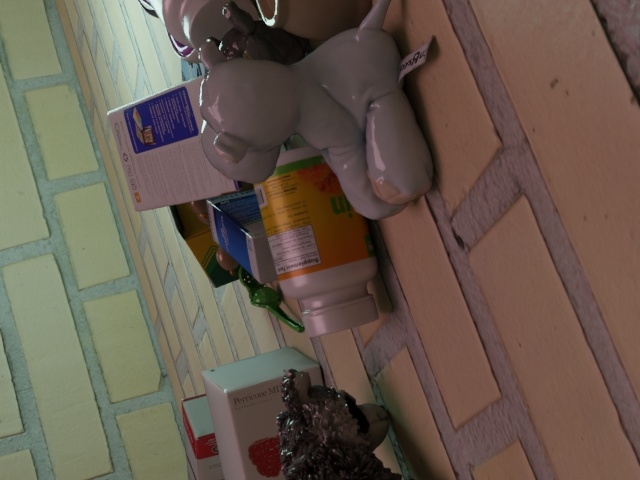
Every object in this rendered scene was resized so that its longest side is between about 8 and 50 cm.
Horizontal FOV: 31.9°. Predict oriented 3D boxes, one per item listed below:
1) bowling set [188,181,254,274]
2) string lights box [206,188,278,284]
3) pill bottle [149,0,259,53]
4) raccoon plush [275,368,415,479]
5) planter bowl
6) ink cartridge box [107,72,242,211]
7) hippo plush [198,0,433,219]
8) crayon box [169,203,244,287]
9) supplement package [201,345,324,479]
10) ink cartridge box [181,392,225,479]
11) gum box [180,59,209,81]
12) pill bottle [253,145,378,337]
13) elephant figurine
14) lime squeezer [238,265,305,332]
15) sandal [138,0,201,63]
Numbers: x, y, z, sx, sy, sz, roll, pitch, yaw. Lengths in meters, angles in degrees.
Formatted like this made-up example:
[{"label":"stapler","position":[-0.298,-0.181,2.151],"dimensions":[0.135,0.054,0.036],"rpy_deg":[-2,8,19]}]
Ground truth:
[{"label":"bowling set","position":[-0.170,-0.090,1.937],"dimensions":[0.200,0.154,0.287],"rpy_deg":[-166,63,-70]},{"label":"string lights box","position":[-0.077,-0.019,1.739],"dimensions":[0.260,0.133,0.076],"rpy_deg":[-145,42,-65]},{"label":"pill bottle","position":[-0.195,-0.397,1.774],"dimensions":[0.272,0.152,0.152],"rpy_deg":[-122,24,-45]},{"label":"raccoon plush","position":[-0.050,0.356,1.501],"dimensions":[0.299,0.446,0.216],"rpy_deg":[42,131,26]},{"label":"planter bowl","position":[-0.020,-0.317,1.367],"dimensions":[0.162,0.109,0.162],"rpy_deg":[166,90,-72]},{"label":"ink cartridge box","position":[-0.216,-0.148,1.741],"dimensions":[0.371,0.069,0.175],"rpy_deg":[-5,102,59]},{"label":"hippo plush","position":[-0.015,-0.128,1.285],"dimensions":[0.294,0.237,0.234],"rpy_deg":[118,135,-65]},{"label":"crayon box","position":[-0.226,-0.059,2.116],"dimensions":[0.323,0.083,0.203],"rpy_deg":[71,178,-69]},{"label":"supplement package","position":[-0.080,0.361,1.977],"dimensions":[0.175,0.178,0.292],"rpy_deg":[-163,59,-69]},{"label":"ink cartridge box","position":[-0.167,0.423,2.262],"dimensions":[0.114,0.197,0.272],"rpy_deg":[-120,24,-45]},{"label":"gum box","position":[-0.223,-0.335,2.094],"dimensions":[0.184,0.041,0.157],"rpy_deg":[93,155,-45]},{"label":"pill bottle","position":[0.000,0.000,1.510],"dimensions":[0.136,0.136,0.245],"rpy_deg":[162,94,-73]},{"label":"elephant figurine","position":[-0.088,-0.241,1.599],"dimensions":[0.239,0.169,0.186],"rpy_deg":[-107,38,-70]},{"label":"lime squeezer","position":[-0.097,0.072,2.041],"dimensions":[0.110,0.059,0.310],"rpy_deg":[-50,48,32]},{"label":"sandal","position":[-0.293,-0.476,2.024],"dimensions":[0.416,0.102,0.169],"rpy_deg":[53,127,41]}]
